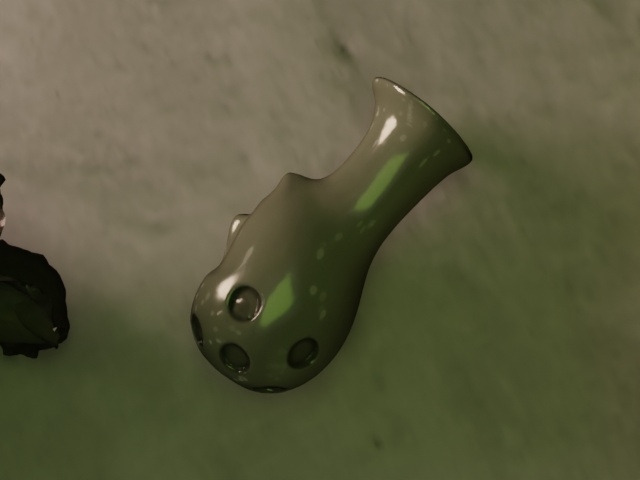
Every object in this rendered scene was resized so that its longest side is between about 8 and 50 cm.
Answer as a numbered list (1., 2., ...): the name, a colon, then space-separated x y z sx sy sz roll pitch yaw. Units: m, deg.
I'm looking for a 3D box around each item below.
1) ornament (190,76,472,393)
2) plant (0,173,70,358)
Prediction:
1. ornament: 0.000 0.000 0.809 0.081 0.075 0.156 38 85 15
2. plant: -0.218 0.029 0.781 0.203 0.142 0.131 -16 71 7
